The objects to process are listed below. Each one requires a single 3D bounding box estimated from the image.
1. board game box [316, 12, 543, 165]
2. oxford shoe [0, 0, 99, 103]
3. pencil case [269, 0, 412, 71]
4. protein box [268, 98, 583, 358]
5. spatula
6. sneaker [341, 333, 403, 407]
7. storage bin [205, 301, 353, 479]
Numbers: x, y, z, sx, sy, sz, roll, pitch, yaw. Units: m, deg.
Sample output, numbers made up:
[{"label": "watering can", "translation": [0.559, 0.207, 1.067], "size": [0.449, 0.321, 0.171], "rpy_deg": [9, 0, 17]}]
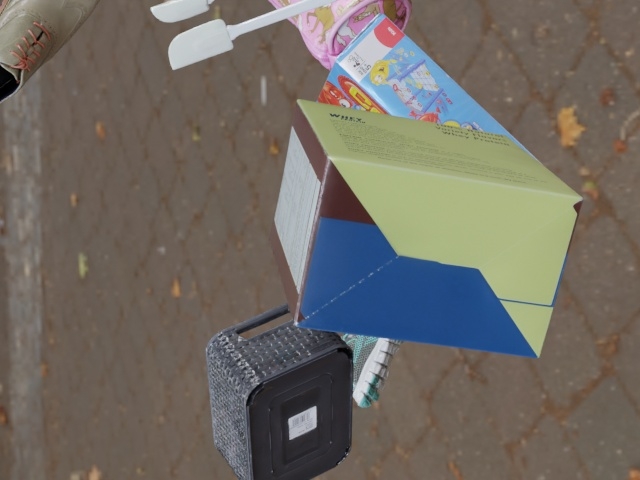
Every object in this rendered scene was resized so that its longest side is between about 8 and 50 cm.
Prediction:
[{"label": "board game box", "translation": [0.134, -0.112, 1.460], "size": [0.308, 0.086, 0.302], "rpy_deg": [43, 168, 1]}, {"label": "oxford shoe", "translation": [-0.453, -0.300, 1.739], "size": [0.348, 0.123, 0.130], "rpy_deg": [-43, 42, 4]}, {"label": "pencil case", "translation": [-0.031, -0.421, 1.720], "size": [0.386, 0.160, 0.167], "rpy_deg": [49, 118, 25]}, {"label": "protein box", "translation": [0.074, -0.015, 0.925], "size": [0.201, 0.200, 0.136], "rpy_deg": [-113, 33, -69]}, {"label": "spatula", "translation": [-0.100, -0.323, 1.408], "size": [0.019, 0.242, 0.168], "rpy_deg": [-112, 2, -54]}, {"label": "sneaker", "translation": [0.064, 0.128, 1.460], "size": [0.076, 0.065, 0.166], "rpy_deg": [23, 80, 26]}, {"label": "storage bin", "translation": [-0.039, 0.163, 1.142], "size": [0.084, 0.122, 0.180], "rpy_deg": [46, 148, 40]}]
